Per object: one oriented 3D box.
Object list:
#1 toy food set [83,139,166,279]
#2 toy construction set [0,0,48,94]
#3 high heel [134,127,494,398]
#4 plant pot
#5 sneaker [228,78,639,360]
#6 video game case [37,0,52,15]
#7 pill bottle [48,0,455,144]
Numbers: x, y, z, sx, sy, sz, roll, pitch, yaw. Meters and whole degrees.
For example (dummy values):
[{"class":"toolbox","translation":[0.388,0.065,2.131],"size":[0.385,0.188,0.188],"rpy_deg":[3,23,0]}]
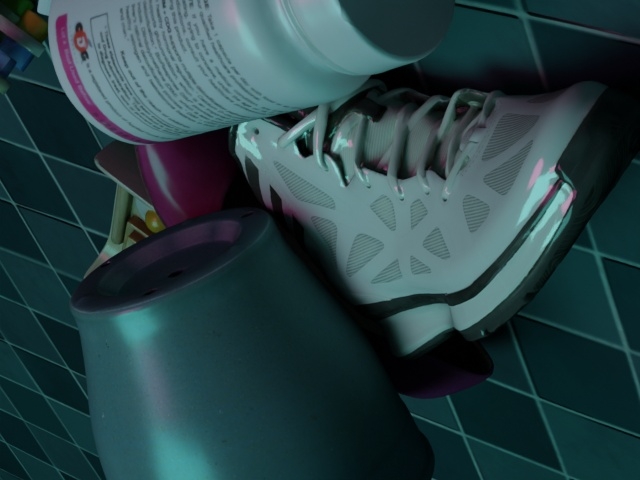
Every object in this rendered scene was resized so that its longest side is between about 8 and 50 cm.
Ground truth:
[{"class":"toy food set","translation":[-0.152,0.038,1.858],"size":[0.220,0.092,0.306],"rpy_deg":[36,154,7]},{"class":"toy construction set","translation":[-0.394,-0.255,1.643],"size":[0.327,0.151,0.215],"rpy_deg":[50,178,-4]},{"class":"high heel","translation":[0.000,0.000,1.577],"size":[0.377,0.127,0.181],"rpy_deg":[43,154,-28]},{"class":"plant pot","translation":[-0.075,0.121,1.484],"size":[0.272,0.272,0.255],"rpy_deg":[1,118,53]},{"class":"sneaker","translation":[0.054,-0.058,1.342],"size":[0.257,0.169,0.447],"rpy_deg":[39,157,-4]},{"class":"video game case","translation":[-0.195,-0.272,1.375],"size":[0.019,0.143,0.157],"rpy_deg":[10,156,-10]},{"class":"pill bottle","translation":[-0.052,-0.167,1.287],"size":[0.283,0.160,0.160],"rpy_deg":[-9,127,44]}]
